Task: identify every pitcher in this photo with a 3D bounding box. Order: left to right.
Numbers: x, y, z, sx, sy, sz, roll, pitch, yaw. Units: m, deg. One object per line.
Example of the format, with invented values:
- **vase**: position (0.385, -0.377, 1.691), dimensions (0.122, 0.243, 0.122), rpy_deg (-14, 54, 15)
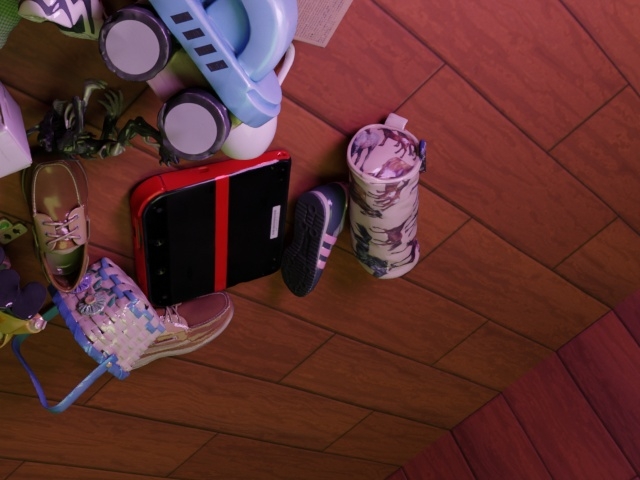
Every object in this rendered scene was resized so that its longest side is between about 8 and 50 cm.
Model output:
- **pitcher**: position (-0.121, -0.266, 1.579), dimensions (0.177, 0.125, 0.207), rpy_deg (-23, 135, -31)

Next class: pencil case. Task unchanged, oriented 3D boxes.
- **pencil case**: position (0.148, -0.081, 1.898), dimensions (0.183, 0.160, 0.410), rpy_deg (-50, 155, -25)

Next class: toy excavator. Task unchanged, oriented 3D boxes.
- **toy excavator**: position (-0.125, -0.407, 1.271), dimensions (0.445, 0.222, 0.433), rpy_deg (-31, 106, 16)

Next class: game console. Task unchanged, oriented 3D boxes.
- **game console**: position (-0.234, -0.020, 1.854), dimensions (0.342, 0.060, 0.387), rpy_deg (-18, 144, -22)

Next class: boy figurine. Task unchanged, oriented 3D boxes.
- **boy figurine**: position (-0.640, 0.141, 1.701), dimensions (0.177, 0.092, 0.285), rpy_deg (31, 146, -20)

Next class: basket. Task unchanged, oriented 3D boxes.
- **basket**: position (-0.495, 0.191, 1.782), dimensions (0.289, 0.255, 0.201), rpy_deg (-45, 139, -6)

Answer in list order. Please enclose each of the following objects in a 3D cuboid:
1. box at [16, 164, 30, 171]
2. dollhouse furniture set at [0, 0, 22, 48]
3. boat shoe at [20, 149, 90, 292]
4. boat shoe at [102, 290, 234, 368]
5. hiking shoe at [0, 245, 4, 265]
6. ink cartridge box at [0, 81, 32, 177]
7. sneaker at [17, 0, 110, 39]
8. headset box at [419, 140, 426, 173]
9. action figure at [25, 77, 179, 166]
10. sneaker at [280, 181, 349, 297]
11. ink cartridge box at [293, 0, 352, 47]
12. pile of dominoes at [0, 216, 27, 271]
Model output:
- **box**: position (-0.665, -0.108, 1.466), dimensions (0.324, 0.063, 0.067), rpy_deg (-23, 142, -5)
- **dollhouse furniture set**: position (-0.572, -0.300, 1.180), dimensions (0.301, 0.151, 0.197), rpy_deg (21, 131, -39)
- **boat shoe**: position (-0.488, -0.028, 1.623), dimensions (0.122, 0.120, 0.324), rpy_deg (-13, 141, -19)
- **boat shoe**: position (-0.356, 0.198, 1.977), dimensions (0.324, 0.123, 0.116), rpy_deg (-25, 141, -6)
- **hiking shoe**: position (-0.652, 0.003, 1.524), dimensions (0.114, 0.086, 0.227), rpy_deg (-41, 151, 24)
- **ink cartridge box**: position (-0.590, -0.156, 1.378), dimensions (0.212, 0.154, 0.093), rpy_deg (-27, 143, -1)
- **sneaker**: position (-0.361, -0.389, 1.293), dimensions (0.235, 0.094, 0.153), rpy_deg (0, 104, -70)
- **headset box**: position (0.205, -0.183, 1.935), dimensions (0.062, 0.032, 0.083), rpy_deg (-21, 142, -8)
- **action figure**: position (-0.370, -0.200, 1.457), dimensions (0.275, 0.164, 0.141), rpy_deg (6, 95, -4)
- **sneaker**: position (0.000, 0.000, 1.962), dimensions (0.131, 0.112, 0.319), rpy_deg (-30, 152, -39)
- **ink cartridge box**: position (-0.027, -0.455, 1.421), dimensions (0.193, 0.088, 0.235), rpy_deg (8, 132, -36)
- **pile of dominoes**: position (-0.704, 0.011, 1.605), dimensions (0.196, 0.040, 0.251), rpy_deg (-43, 141, 20)
